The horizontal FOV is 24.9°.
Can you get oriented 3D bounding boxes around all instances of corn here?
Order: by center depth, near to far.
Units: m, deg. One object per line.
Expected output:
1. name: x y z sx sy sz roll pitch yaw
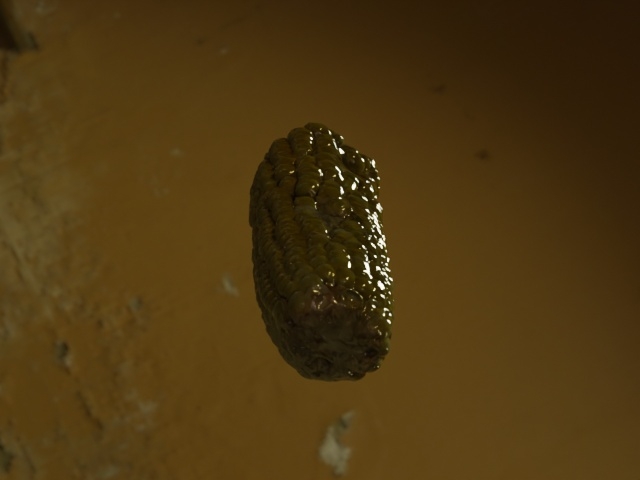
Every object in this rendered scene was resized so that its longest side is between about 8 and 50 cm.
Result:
1. corn: 0.000 0.000 0.921 0.320 0.097 0.097 -97 166 -70
